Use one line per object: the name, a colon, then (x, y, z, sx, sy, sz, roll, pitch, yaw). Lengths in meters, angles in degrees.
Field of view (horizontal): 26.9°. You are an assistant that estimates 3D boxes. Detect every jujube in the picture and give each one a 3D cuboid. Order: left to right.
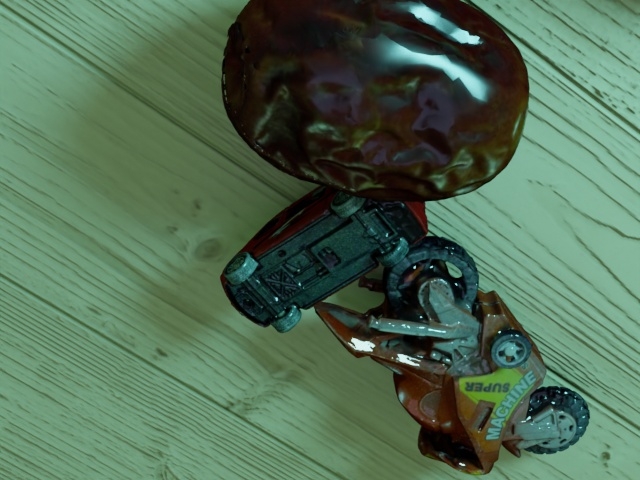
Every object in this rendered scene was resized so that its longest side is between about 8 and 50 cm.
jujube: (0.042, -0.129, 1.090, 0.243, 0.183, 0.183, 9, 124, -15)

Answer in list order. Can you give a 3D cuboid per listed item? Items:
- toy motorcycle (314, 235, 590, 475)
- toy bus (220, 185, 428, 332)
toy motorcycle: (0.135, 0.127, 1.296, 0.171, 0.089, 0.298, -31, 117, 19)
toy bus: (0.000, 0.000, 1.218, 0.195, 0.089, 0.081, -33, 116, 21)
